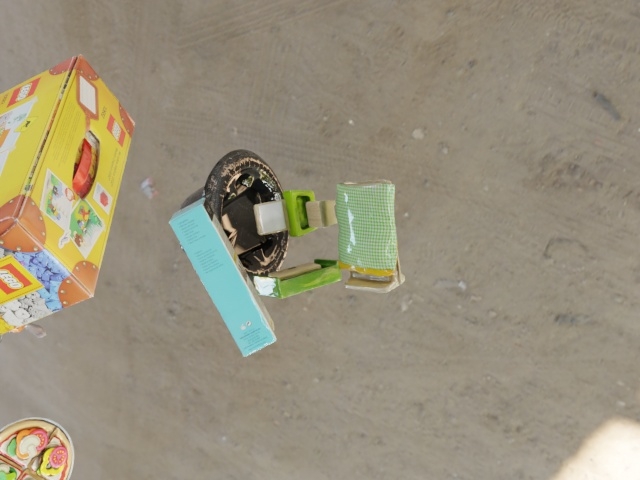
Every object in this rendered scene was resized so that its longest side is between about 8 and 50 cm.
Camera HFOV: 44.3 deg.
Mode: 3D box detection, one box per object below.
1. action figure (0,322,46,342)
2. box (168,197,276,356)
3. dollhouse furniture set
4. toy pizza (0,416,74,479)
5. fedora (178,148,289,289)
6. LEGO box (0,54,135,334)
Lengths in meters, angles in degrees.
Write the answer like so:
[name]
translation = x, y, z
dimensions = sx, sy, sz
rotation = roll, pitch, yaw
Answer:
[action figure]
translation = -0.715, 0.171, 1.634
dimensions = 0.178, 0.330, 0.341
rotation = 33, 108, 18
[box]
translation = -0.153, 0.056, 1.247
dimensions = 0.244, 0.060, 0.100
rotation = 62, 179, -11
[dollhouse furniture set]
translation = 0.000, 0.000, 1.451
dimensions = 0.301, 0.151, 0.198
rotation = 1, 102, 57
[toy pizza]
translation = -0.564, 0.441, 1.511
dimensions = 0.032, 0.201, 0.201
rotation = 9, 134, 46
[fedora]
translation = -0.202, -0.040, 1.699
dimensions = 0.152, 0.334, 0.334
rotation = -5, 125, 25
[LEGO box]
translation = -0.574, -0.072, 1.433
dimensions = 0.372, 0.500, 0.193
rotation = -21, 130, 16
